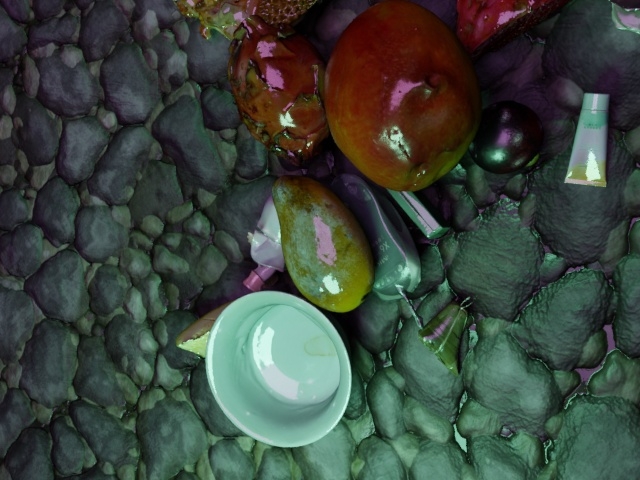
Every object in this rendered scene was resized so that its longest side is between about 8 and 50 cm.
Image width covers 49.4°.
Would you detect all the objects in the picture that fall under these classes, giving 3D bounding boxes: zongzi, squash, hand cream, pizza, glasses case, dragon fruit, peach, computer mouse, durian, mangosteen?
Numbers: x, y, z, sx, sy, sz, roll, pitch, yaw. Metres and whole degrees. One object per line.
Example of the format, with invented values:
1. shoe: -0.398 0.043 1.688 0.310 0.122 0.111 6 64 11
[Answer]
1. zongzi: 0.298 0.193 1.463 0.154 0.062 0.130 -44 95 5
2. squash: -0.213 0.175 1.674 0.169 0.093 0.252 27 111 -23
3. hand cream: 0.518 -0.192 1.330 0.076 0.047 0.174 10 105 25
4. pizza: -0.247 -0.578 1.681 0.297 0.071 0.189 37 108 21
5. glasses case: 0.196 -0.084 1.473 0.039 0.077 0.184 -44 73 21
6. dragon fruit: 0.338 -0.485 1.355 0.262 0.134 0.212 -34 74 24
7. peach: 0.156 -0.269 1.321 0.372 0.289 0.373 -43 40 52
8. computer mouse: 0.135 0.020 1.497 0.167 0.090 0.379 -39 75 43
9. durian: -0.057 -0.540 1.547 0.208 0.146 0.102 -25 122 17
10. mangosteen: 0.365 -0.195 1.360 0.152 0.152 0.153 1 93 27
11. dragon fruit: -0.082 -0.330 1.524 0.250 0.250 0.315 -45 80 21

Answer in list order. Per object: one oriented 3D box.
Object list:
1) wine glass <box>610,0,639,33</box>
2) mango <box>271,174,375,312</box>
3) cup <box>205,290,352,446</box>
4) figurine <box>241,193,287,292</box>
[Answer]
1. wine glass: 0.553 -0.440 1.192 0.156 0.232 0.156 1 92 25
2. mango: 0.000 0.000 1.452 0.192 0.146 0.316 -30 84 36
3. cup: -0.068 0.267 1.563 0.347 0.163 0.348 3 99 22
4. figurine: -0.090 -0.008 1.590 0.200 0.133 0.276 37 107 38
